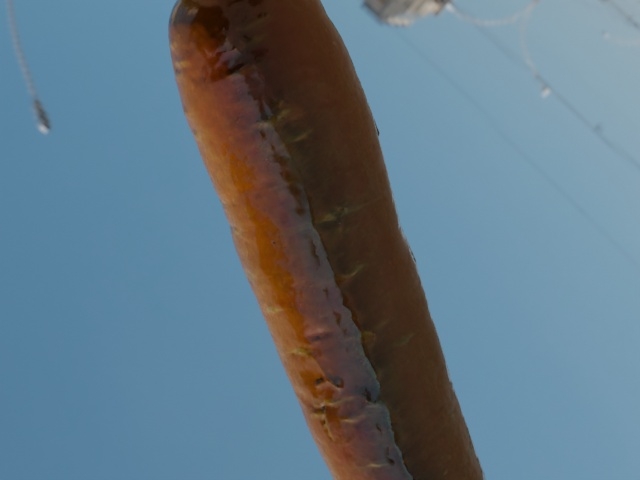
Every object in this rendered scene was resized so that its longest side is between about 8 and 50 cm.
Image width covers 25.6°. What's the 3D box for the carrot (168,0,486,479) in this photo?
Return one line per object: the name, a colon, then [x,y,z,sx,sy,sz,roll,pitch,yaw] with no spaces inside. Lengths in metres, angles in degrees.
carrot: [0.000,0.000,0.524,0.067,0.067,0.225,-42,-66,-70]
